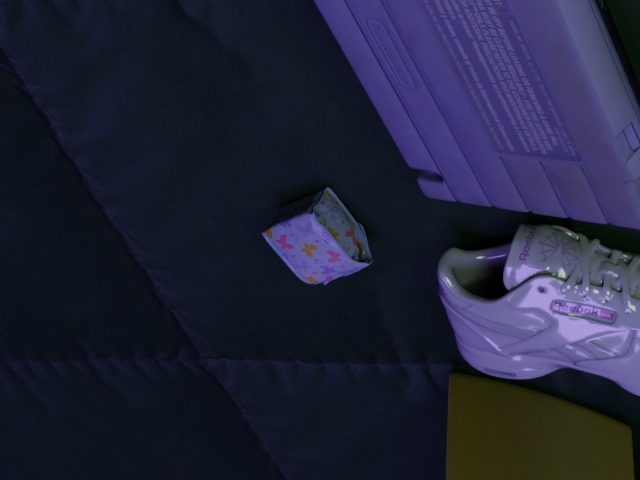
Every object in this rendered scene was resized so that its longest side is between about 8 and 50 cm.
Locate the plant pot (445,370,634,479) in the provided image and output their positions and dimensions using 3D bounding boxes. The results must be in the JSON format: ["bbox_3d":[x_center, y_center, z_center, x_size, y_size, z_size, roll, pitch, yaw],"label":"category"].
[{"bbox_3d":[0.219,0.279,1.565,0.187,0.212,0.212,2,140,6],"label":"plant pot"}]

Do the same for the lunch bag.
[{"bbox_3d":[0.000,0.000,1.445,0.071,0.053,0.083,-22,115,40],"label":"lunch bag"}]

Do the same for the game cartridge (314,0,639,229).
[{"bbox_3d":[0.113,-0.153,1.150,0.230,0.068,0.355,6,143,37],"label":"game cartridge"}]

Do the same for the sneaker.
[{"bbox_3d":[0.240,0.056,1.343,0.305,0.114,0.152,-3,137,29],"label":"sneaker"}]
